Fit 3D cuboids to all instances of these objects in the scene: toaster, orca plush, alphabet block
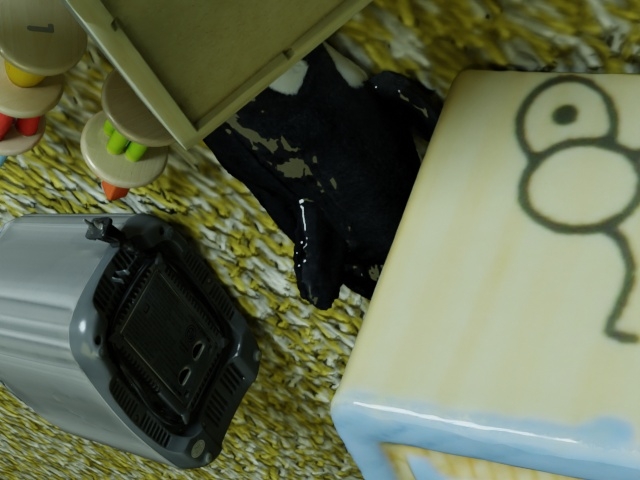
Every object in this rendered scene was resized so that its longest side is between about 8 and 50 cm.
[{"bbox_3d":[-0.156,0.064,0.761,0.146,0.129,0.227,4,145,31],"label":"toaster"},{"bbox_3d":[0.000,0.000,0.592,0.151,0.102,0.287,6,144,25],"label":"orca plush"},{"bbox_3d":[0.140,0.055,0.498,0.192,0.197,0.193,8,144,25],"label":"alphabet block"}]

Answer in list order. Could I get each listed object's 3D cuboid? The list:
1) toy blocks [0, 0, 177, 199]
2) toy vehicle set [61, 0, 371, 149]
[{"bbox_3d":[-0.152,-0.066,0.633,0.123,0.054,0.148,33,147,-11],"label":"toy blocks"},{"bbox_3d":[-0.020,-0.136,0.284,0.035,0.166,0.267,49,176,20],"label":"toy vehicle set"}]
